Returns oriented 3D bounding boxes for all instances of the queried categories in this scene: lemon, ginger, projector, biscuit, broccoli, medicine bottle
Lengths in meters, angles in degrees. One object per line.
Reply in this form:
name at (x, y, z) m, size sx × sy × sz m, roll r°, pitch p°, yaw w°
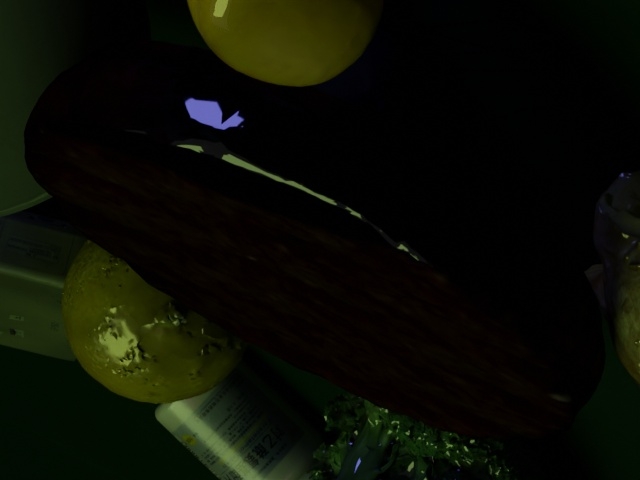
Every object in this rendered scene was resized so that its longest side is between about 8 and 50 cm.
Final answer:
lemon at (-0.144, 0.060, 1.687) m, size 0.173 × 0.173 × 0.206 m, roll 42°, pitch 155°, yaw 1°
ginger at (0.228, 0.037, 1.183) m, size 0.157 × 0.102 × 0.216 m, roll 60°, pitch 172°, yaw 34°
projector at (-0.313, 0.035, 1.907) m, size 0.193 × 0.088 × 0.269 m, roll 14°, pitch 160°, yaw -5°
biscuit at (0.000, 0.000, 1.243) m, size 0.407 × 0.091 × 0.407 m, roll 26°, pitch 163°, yaw 9°
broccoli at (0.057, 0.234, 1.556) m, size 0.270 × 0.270 × 0.270 m, roll 34°, pitch 132°, yaw 50°
medicine bottle at (-0.063, 0.196, 1.860) m, size 0.186 × 0.103 × 0.103 m, roll 44°, pitch 155°, yaw -1°

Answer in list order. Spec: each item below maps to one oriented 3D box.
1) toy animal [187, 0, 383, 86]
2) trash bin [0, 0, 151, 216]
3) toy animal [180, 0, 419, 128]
toy animal at (0.000, -0.273, 0.923) m, size 0.247 × 0.277 × 0.345 m, roll -16°, pitch 134°, yaw 29°
trash bin at (-0.269, -0.199, 1.280) m, size 0.280 × 0.280 × 0.432 m, roll 36°, pitch 162°, yaw 16°
toy animal at (-0.057, -0.194, 1.206) m, size 0.168 × 0.106 × 0.343 m, roll 29°, pitch 157°, yaw 53°
